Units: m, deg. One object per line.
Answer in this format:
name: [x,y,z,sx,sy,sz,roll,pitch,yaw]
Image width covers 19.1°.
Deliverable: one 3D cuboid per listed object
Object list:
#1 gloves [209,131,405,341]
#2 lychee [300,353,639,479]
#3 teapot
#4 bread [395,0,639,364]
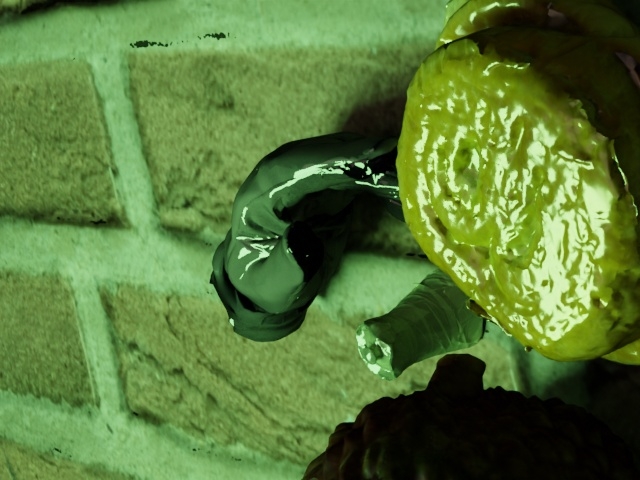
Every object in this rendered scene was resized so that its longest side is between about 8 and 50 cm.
gloves: [-0.010,-0.004,1.280,0.119,0.142,0.285,42,147,-9]
lychee: [0.092,0.202,1.130,0.236,0.235,0.271,-38,56,56]
teapot: [0.059,0.061,1.253,0.067,0.083,0.057,-30,86,54]
bread: [0.137,-0.037,1.052,0.236,0.120,0.198,41,140,37]
